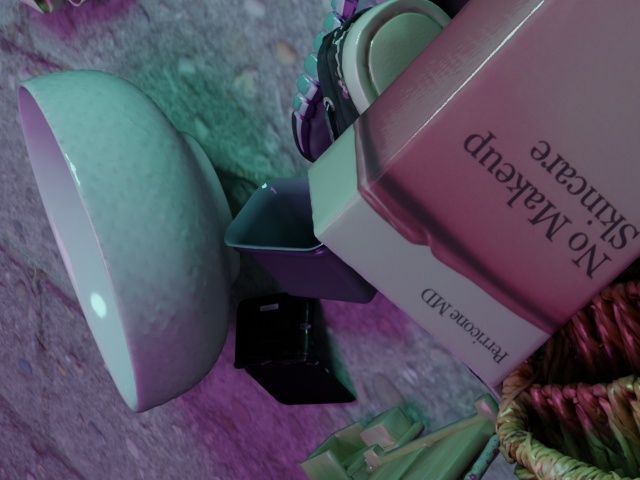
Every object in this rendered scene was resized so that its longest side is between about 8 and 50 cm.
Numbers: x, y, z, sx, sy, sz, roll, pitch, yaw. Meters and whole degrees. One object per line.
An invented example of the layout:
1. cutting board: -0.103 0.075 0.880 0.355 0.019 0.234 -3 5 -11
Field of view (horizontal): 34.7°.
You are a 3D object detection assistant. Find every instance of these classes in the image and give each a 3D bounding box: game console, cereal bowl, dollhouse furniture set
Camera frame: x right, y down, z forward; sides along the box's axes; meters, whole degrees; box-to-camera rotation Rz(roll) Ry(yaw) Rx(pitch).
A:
1. game console: -0.026 0.111 1.045 0.122 0.071 0.107 -13 71 48
2. cereal bowl: -0.174 -0.012 1.001 0.339 0.141 0.338 53 154 39
3. dollhouse furniture set: 0.090 0.242 0.802 0.356 0.303 0.173 -34 91 41

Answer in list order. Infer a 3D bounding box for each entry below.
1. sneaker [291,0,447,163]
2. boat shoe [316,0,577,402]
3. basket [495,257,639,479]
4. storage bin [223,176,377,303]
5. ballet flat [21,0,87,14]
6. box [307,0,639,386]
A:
1. sneaker: 0.047 -0.133 0.785 0.098 0.083 0.223 36 132 22
2. boat shoe: 0.091 -0.016 0.756 0.340 0.127 0.113 56 160 -23
3. basket: 0.244 0.078 0.585 0.299 0.213 0.223 -14 100 49
4. storage bin: 0.000 0.000 0.907 0.135 0.098 0.091 4 141 45
5. ballet flat: -0.277 -0.278 1.063 0.222 0.077 0.079 6 134 44
6. box: 0.123 -0.058 0.595 0.149 0.127 0.232 40 104 -15
